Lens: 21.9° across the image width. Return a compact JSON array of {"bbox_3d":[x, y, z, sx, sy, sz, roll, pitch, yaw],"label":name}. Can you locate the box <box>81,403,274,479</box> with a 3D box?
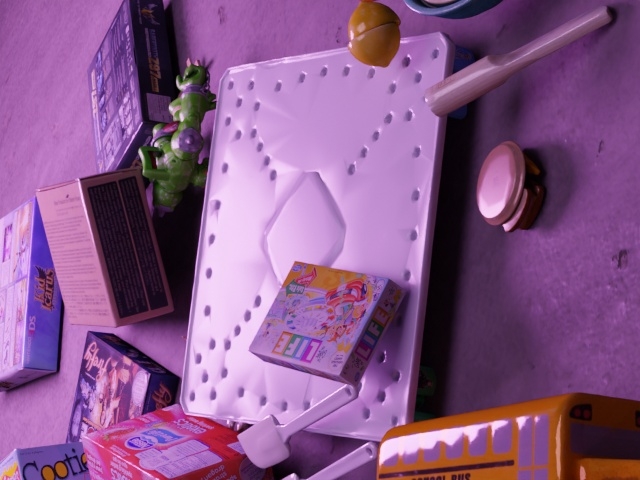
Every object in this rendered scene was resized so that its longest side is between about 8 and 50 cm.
[{"bbox_3d":[-0.155,0.276,1.839,0.257,0.128,0.122,12,115,61],"label":"box"}]

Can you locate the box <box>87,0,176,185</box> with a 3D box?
[{"bbox_3d":[-0.262,-0.196,2.291,0.183,0.059,0.232,-52,38,46],"label":"box"}]

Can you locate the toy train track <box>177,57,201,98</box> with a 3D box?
[{"bbox_3d":[-0.169,-0.207,2.178,0.083,0.014,0.048,-55,44,48],"label":"toy train track"}]

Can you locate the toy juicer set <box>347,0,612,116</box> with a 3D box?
[{"bbox_3d":[0.106,-0.234,1.525,0.209,0.089,0.329,-42,41,13],"label":"toy juicer set"}]

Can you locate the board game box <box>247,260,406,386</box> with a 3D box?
[{"bbox_3d":[0.004,0.077,1.583,0.154,0.026,0.103,9,67,54],"label":"board game box"}]

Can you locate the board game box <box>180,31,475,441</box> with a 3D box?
[{"bbox_3d":[0.000,0.000,1.704,0.390,0.050,0.390,-1,81,53],"label":"board game box"}]

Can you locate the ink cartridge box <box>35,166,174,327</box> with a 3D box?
[{"bbox_3d":[-0.282,0.011,2.152,0.235,0.088,0.193,-3,100,67],"label":"ink cartridge box"}]

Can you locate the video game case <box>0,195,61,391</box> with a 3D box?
[{"bbox_3d":[-0.469,0.088,2.589,0.244,0.061,0.269,-23,61,59],"label":"video game case"}]

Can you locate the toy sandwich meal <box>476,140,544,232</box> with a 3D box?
[{"bbox_3d":[0.170,-0.048,1.482,0.085,0.029,0.085,-169,90,-67],"label":"toy sandwich meal"}]

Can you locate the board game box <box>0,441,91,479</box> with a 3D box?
[{"bbox_3d":[-0.309,0.401,2.048,0.142,0.144,0.275,-39,60,52],"label":"board game box"}]

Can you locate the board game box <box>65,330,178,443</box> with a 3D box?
[{"bbox_3d":[-0.265,0.226,2.185,0.243,0.042,0.165,20,100,62],"label":"board game box"}]

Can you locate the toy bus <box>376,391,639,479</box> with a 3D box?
[{"bbox_3d":[0.172,0.199,1.313,0.333,0.108,0.130,-22,61,59],"label":"toy bus"}]

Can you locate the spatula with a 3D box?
[{"bbox_3d":[0.008,0.234,1.621,0.242,0.019,0.168,-37,75,54],"label":"spatula"}]

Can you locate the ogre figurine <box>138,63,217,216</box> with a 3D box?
[{"bbox_3d":[-0.181,-0.113,2.084,0.197,0.097,0.118,-42,33,34],"label":"ogre figurine"}]

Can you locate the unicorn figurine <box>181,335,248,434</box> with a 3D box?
[{"bbox_3d":[-0.088,0.165,1.871,0.162,0.060,0.111,-5,76,45],"label":"unicorn figurine"}]
